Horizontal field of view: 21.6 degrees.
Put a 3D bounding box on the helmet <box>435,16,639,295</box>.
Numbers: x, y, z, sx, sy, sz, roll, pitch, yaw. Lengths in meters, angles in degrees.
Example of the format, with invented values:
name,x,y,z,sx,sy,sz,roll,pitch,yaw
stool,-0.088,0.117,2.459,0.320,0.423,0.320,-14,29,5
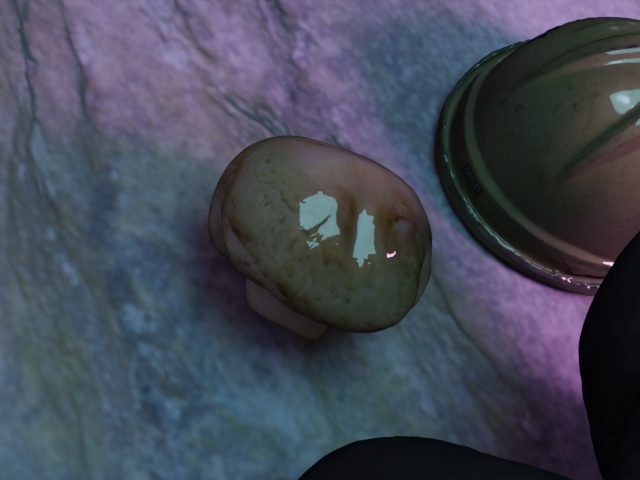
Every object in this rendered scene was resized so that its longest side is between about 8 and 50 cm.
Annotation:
name,x,y,z,sx,sy,sz,roll,pitch,yaw
helmet,0.217,-0.081,1.137,0.258,0.137,0.204,-14,68,-36

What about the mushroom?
name,x,y,z,sx,sy,sz,roll,pitch,yaw
mushroom,0.000,0.000,0.975,0.148,0.148,0.112,27,90,-12

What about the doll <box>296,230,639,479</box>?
name,x,y,z,sx,sy,sz,roll,pitch,yaw
doll,0.165,0.091,0.885,0.379,0.382,0.252,3,99,0
